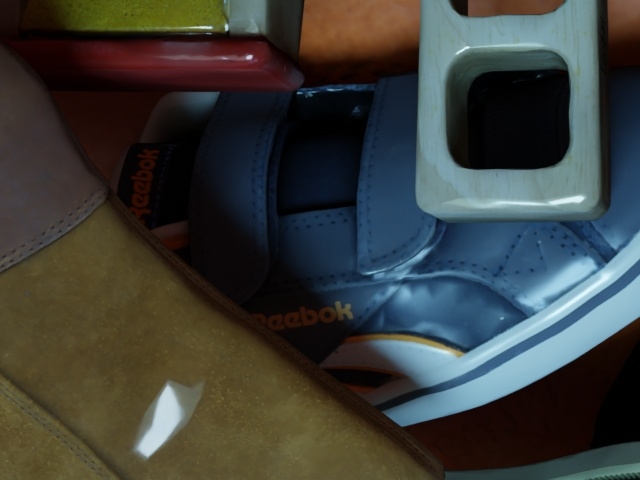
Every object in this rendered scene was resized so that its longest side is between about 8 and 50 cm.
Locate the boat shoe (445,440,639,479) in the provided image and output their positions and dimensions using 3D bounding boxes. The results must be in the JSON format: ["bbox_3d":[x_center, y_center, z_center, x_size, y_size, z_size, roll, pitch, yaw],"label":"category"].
[{"bbox_3d":[0.080,0.141,0.671,0.307,0.104,0.111,-3,138,24],"label":"boat shoe"}]

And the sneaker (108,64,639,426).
[{"bbox_3d":[0.000,0.000,0.713,0.321,0.126,0.127,-26,122,26],"label":"sneaker"}]

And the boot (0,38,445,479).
[{"bbox_3d":[-0.141,0.069,0.613,0.264,0.096,0.280,-41,113,7],"label":"boot"}]

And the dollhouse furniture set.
[{"bbox_3d":[0.061,-0.056,0.552,0.374,0.201,0.152,0,85,11],"label":"dollhouse furniture set"}]

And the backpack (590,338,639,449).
[{"bbox_3d":[0.156,0.082,0.740,0.084,0.105,0.114,25,132,-4],"label":"backpack"}]
